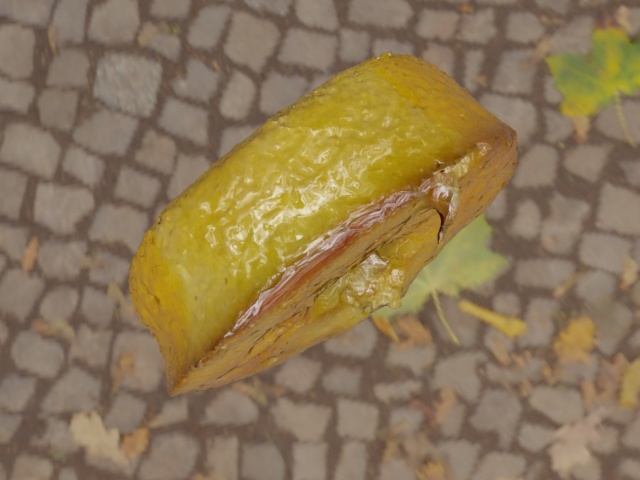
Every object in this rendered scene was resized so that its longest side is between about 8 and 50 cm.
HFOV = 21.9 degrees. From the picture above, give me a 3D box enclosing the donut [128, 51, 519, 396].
[{"bbox_3d":[0.002,-0.002,0.959,0.253,0.253,0.118,-43,80,7],"label":"donut"}]
